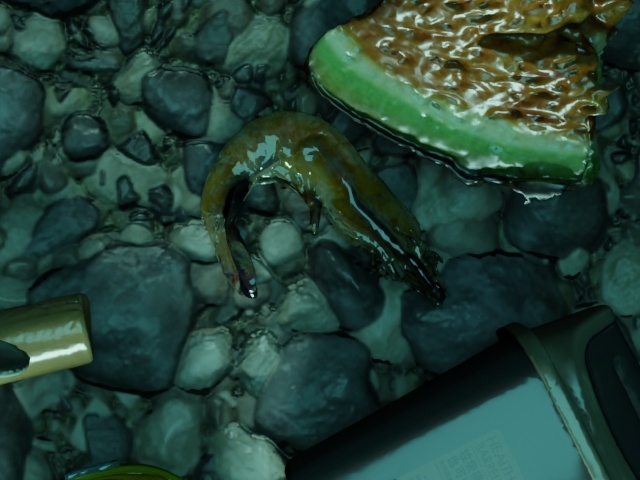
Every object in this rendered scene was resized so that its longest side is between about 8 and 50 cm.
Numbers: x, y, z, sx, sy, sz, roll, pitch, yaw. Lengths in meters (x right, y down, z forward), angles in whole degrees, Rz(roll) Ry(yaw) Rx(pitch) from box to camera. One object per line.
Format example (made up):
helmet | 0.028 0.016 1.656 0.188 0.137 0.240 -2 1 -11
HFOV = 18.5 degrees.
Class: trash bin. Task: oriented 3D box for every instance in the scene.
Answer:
trash bin | 0.133 0.190 1.536 0.290 0.182 0.209 -26 92 -2

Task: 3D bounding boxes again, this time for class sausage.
sausage | -0.324 0.102 1.534 0.301 0.066 0.066 -12 89 -7

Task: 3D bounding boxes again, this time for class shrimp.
shrimp | 0.000 0.000 1.589 0.219 0.046 0.152 43 83 0

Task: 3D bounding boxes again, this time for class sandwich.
sandwich | 0.136 -0.204 1.559 0.250 0.162 0.301 17 116 6

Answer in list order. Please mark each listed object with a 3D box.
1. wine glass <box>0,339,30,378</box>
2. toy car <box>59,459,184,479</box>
wine glass | -0.373 0.217 1.466 0.264 0.096 0.310 8 102 -15
toy car | -0.147 0.296 1.510 0.200 0.142 0.248 -18 91 -8
